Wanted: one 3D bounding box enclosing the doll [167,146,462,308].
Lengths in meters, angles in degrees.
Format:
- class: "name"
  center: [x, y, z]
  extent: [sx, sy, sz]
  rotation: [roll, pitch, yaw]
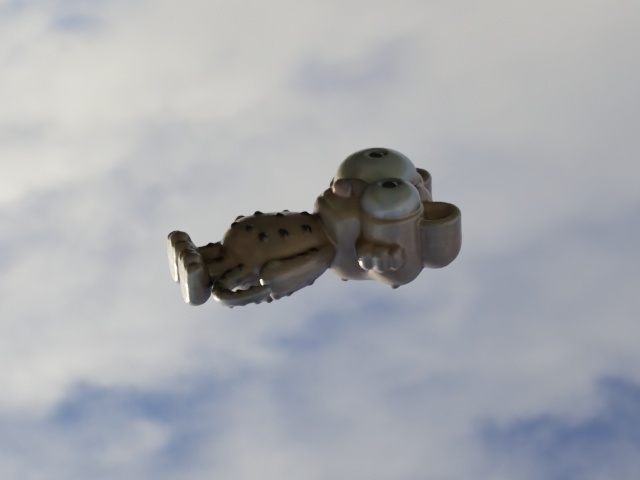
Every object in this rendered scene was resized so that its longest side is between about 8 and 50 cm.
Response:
- class: "doll"
  center: [-0.002, -0.001, 1.331]
  extent: [0.278, 0.119, 0.154]
  rotation: [-18, -150, -22]
